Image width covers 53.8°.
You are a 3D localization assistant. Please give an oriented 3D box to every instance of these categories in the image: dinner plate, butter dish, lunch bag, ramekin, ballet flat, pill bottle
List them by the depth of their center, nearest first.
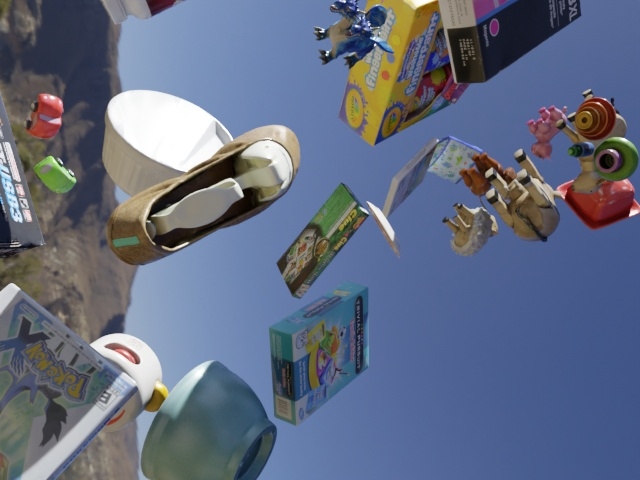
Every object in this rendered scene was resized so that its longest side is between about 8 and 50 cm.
[{"bbox_3d":[-0.224,-0.352,0.847,0.086,0.152,0.086,58,-9,16],"label":"pill bottle"},{"bbox_3d":[-0.128,-0.071,0.866,0.124,0.342,0.116,-2,-66,53],"label":"ballet flat"},{"bbox_3d":[-0.319,-0.179,1.304,0.127,0.273,0.272,-57,-135,33],"label":"ramekin"},{"bbox_3d":[0.138,-0.025,1.335,0.141,0.017,0.141,59,1,-1],"label":"dinner plate"},{"bbox_3d":[0.702,-0.129,1.567,0.118,0.160,0.160,85,-18,-53],"label":"butter dish"},{"bbox_3d":[0.439,-0.276,2.084,0.151,0.129,0.096,131,-25,-55],"label":"lunch bag"}]

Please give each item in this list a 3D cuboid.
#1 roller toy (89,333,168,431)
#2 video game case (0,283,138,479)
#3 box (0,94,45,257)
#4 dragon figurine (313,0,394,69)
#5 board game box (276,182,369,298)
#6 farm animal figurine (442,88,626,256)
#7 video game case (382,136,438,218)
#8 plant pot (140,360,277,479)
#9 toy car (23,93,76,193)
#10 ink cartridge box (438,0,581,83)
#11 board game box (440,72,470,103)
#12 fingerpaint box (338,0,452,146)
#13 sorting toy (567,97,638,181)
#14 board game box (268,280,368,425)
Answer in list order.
[{"bbox_3d":[-0.458,0.311,1.405,0.146,0.210,0.191,-46,121,-76],"label":"roller toy"},{"bbox_3d":[-0.546,0.273,1.108,0.329,0.300,0.036,34,-28,13],"label":"video game case"},{"bbox_3d":[-0.466,-0.121,0.725,0.293,0.074,0.295,-3,77,-83],"label":"box"},{"bbox_3d":[0.087,-0.386,1.187,0.144,0.289,0.085,-10,-88,36],"label":"dragon figurine"},{"bbox_3d":[0.000,0.000,1.466,0.259,0.030,0.136,-50,-145,16],"label":"board game box"},{"bbox_3d":[0.436,-0.109,1.248,0.172,0.326,0.330,46,-43,-15],"label":"farm animal figurine"},{"bbox_3d":[0.274,-0.189,1.957,0.026,0.206,0.227,38,-24,15],"label":"video game case"},{"bbox_3d":[-0.221,0.441,1.397,0.196,0.293,0.293,23,-50,20],"label":"plant pot"},{"bbox_3d":[-0.601,-0.169,1.352,0.053,0.239,0.225,49,-6,36],"label":"toy car"},{"bbox_3d":[0.314,-0.392,0.963,0.069,0.371,0.175,12,-49,45],"label":"ink cartridge box"},{"bbox_3d":[0.398,-0.502,1.472,0.346,0.056,0.208,-61,178,-28],"label":"board game box"},{"bbox_3d":[0.270,-0.529,1.761,0.163,0.371,0.444,44,-35,23],"label":"fingerpaint box"},{"bbox_3d":[0.316,-0.112,0.724,0.061,0.042,0.101,-30,-103,50],"label":"sorting toy"},{"bbox_3d":[0.008,0.283,1.645,0.079,0.336,0.253,12,-66,34],"label":"board game box"}]
